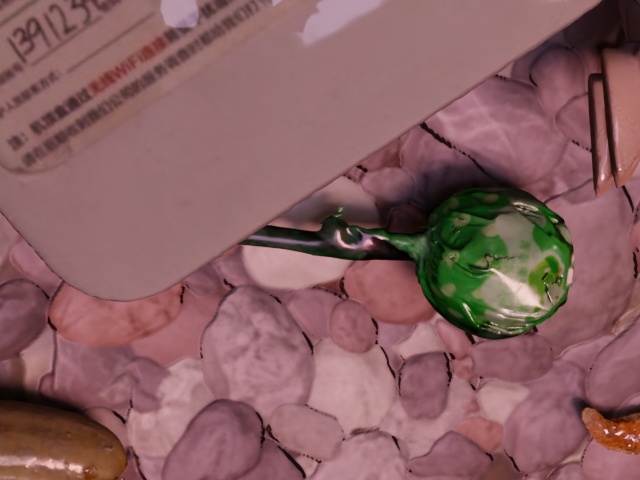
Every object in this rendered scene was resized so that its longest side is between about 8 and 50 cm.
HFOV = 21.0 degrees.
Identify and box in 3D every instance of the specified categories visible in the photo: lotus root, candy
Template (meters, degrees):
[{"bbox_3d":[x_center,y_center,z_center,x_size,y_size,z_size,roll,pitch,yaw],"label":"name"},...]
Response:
[{"bbox_3d":[-0.216,0.146,1.114,0.183,0.077,0.090,4,107,-14],"label":"lotus root"},{"bbox_3d":[0.000,-0.002,1.089,0.323,0.097,0.097,7,113,-4],"label":"candy"}]

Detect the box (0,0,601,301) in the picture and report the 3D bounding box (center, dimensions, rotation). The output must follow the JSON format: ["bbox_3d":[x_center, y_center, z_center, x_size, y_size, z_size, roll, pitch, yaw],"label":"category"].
[{"bbox_3d":[-0.085,-0.209,0.930,0.396,0.111,0.396,-33,111,14],"label":"box"}]

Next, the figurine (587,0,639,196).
[{"bbox_3d":[0.303,-0.242,0.975,0.361,0.266,0.378,-11,84,3],"label":"figurine"}]

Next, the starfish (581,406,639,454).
[{"bbox_3d":[0.339,0.112,1.197,0.302,0.060,0.299,14,114,-14],"label":"starfish"}]
